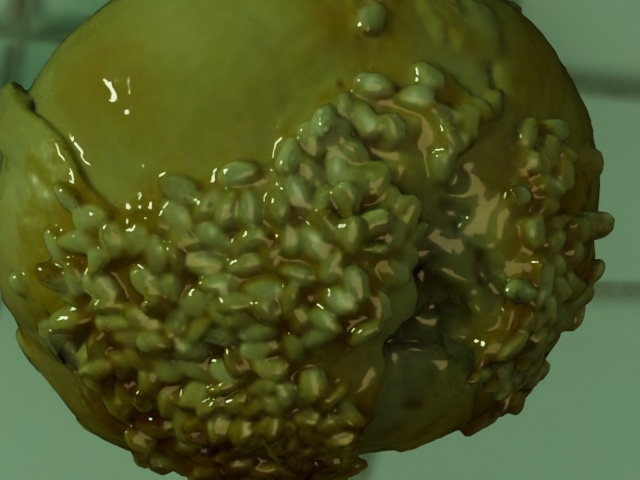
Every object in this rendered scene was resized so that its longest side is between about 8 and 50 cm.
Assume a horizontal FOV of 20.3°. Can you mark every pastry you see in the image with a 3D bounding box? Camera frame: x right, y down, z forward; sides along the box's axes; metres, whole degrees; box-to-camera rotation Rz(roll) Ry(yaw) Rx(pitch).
[{"bbox_3d":[0.000,0.000,0.864,0.316,0.184,0.284,1,118,-24],"label":"pastry"}]
